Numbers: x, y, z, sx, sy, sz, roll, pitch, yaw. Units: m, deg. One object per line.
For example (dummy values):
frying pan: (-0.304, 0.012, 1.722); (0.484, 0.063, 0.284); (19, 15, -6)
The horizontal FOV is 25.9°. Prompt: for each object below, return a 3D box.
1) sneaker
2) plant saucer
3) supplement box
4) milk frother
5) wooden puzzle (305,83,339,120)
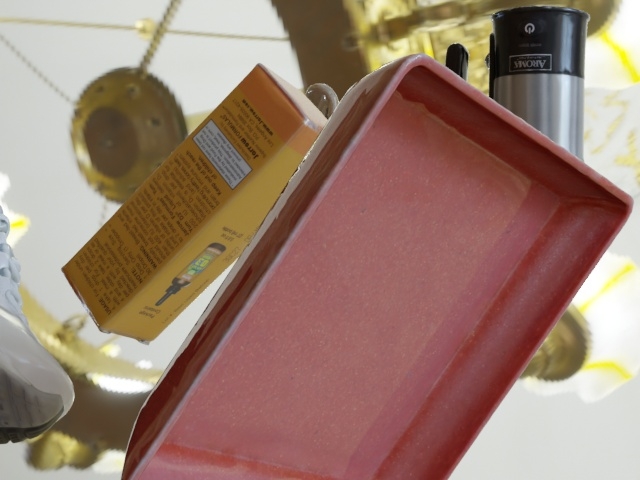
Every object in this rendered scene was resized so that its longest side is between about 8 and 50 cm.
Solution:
sneaker: (-0.251, 0.022, 0.936); (0.297, 0.129, 0.111); (37, -38, 34)
plant saucer: (0.032, 0.041, 0.751); (0.047, 0.258, 0.259); (39, -81, 38)
supplement box: (-0.093, -0.025, 1.091); (0.233, 0.078, 0.080); (-46, -118, 9)
milk frother: (0.185, -0.122, 1.208); (0.129, 0.143, 0.135); (0, -93, 38)
wooden puzzle: (0.000, 0.000, 1.343); (0.221, 0.044, 0.239); (118, -31, -65)
